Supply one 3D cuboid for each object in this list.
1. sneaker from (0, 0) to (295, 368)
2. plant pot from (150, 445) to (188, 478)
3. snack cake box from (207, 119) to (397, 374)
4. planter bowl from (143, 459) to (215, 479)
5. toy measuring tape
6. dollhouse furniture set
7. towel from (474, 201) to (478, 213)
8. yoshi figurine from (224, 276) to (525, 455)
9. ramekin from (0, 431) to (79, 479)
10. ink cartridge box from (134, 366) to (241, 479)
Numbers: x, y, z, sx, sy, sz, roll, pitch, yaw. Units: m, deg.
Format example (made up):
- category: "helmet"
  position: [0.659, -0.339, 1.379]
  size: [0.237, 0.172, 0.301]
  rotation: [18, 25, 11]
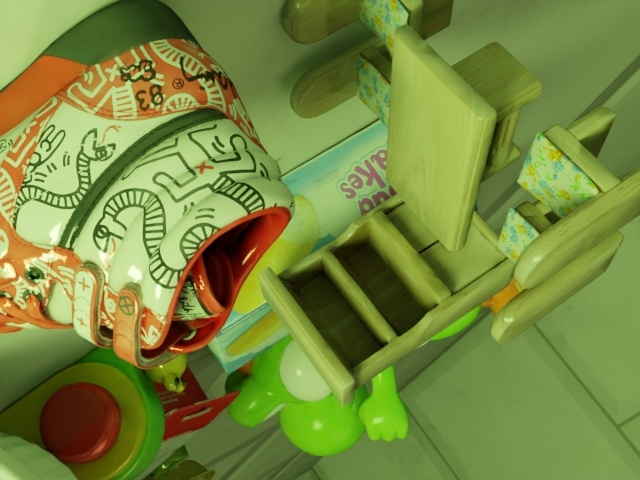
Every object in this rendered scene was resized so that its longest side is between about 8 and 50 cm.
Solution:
- category: "sneaker"
  position: [-0.140, 0.018, 0.386]
  size: [0.270, 0.145, 0.090]
  rotation: [-38, 163, 6]
- category: "plant pot"
  position: [-0.206, 0.251, 0.996]
  size: [0.083, 0.079, 0.083]
  rotation: [-34, 164, -11]
- category: "snack cake box"
  position: [0.000, 0.000, 0.714]
  size: [0.264, 0.089, 0.152]
  rotation: [-32, 162, -13]
- category: "planter bowl"
  position: [-0.267, 0.360, 1.146]
  size: [0.217, 0.090, 0.217]
  rotation: [-33, 162, -12]
- category: "toy measuring tape"
  position: [-0.253, 0.206, 0.724]
  size: [0.330, 0.121, 0.121]
  rotation: [-36, 163, -2]
- category: "dollhouse furniture set"
  position: [0.048, -0.017, 0.503]
  size: [0.161, 0.212, 0.242]
  rotation: [-32, 154, -14]
- category: "towel"
  position: [0.094, 0.004, 1.022]
  size: [0.243, 0.040, 0.336]
  rotation: [-35, 162, 3]
- category: "yoshi figurine"
  position: [0.066, 0.125, 0.929]
  size: [0.362, 0.203, 0.203]
  rotation: [-33, 169, 9]
- category: "ramekin"
  position: [-0.281, 0.263, 0.587]
  size: [0.273, 0.273, 0.127]
  rotation: [-36, 176, 0]
- category: "ink cartridge box"
  position: [-0.212, 0.211, 0.876]
  size: [0.231, 0.078, 0.134]
  rotation: [-42, 162, 21]
